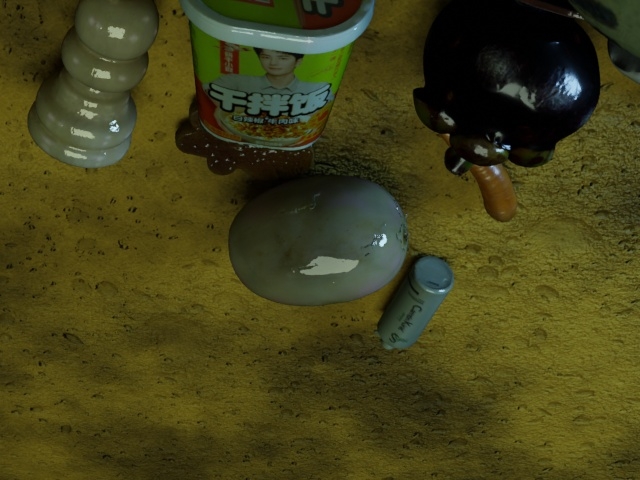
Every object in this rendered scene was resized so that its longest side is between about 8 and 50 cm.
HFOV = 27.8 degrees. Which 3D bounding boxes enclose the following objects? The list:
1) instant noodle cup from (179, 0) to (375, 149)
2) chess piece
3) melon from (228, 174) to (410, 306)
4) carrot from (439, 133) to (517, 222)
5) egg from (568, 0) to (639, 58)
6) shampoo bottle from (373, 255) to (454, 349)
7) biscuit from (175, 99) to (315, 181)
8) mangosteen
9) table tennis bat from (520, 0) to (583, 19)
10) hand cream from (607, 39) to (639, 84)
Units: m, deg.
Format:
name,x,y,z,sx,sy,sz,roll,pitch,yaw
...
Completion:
name,x,y,z,sx,sy,sz,roll,pitch,yaw
instant noodle cup,-0.067,-0.295,1.832,0.293,0.294,0.308,6,149,-3
chess piece,-0.332,-0.262,1.969,0.167,0.167,0.300,16,136,-16
melon,0.000,0.000,2.218,0.316,0.223,0.223,-7,141,13
carrot,0.275,-0.122,2.183,0.062,0.066,0.271,-45,133,-10
egg,0.459,-0.378,1.557,0.345,0.428,0.345,-36,160,-15
shampoo bottle,0.173,0.135,2.492,0.085,0.085,0.262,12,142,-12
biscuit,-0.122,-0.165,2.163,0.236,0.039,0.180,19,137,-20
mangosteen,0.266,-0.234,1.903,0.287,0.233,0.288,-4,144,-3
table tennis bat,0.383,-0.321,1.777,0.301,0.173,0.022,25,118,26
hand cream,0.567,-0.258,1.937,0.185,0.118,0.358,-32,148,34
